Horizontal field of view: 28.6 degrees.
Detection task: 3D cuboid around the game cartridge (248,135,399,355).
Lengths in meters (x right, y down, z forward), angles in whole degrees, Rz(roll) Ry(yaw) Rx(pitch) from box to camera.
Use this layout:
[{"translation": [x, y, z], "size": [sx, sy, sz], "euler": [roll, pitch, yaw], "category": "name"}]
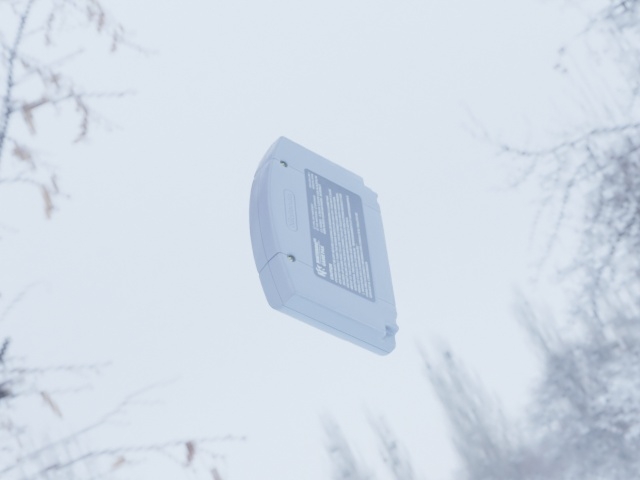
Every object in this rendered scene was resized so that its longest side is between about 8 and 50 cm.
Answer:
[{"translation": [0.000, 0.000, 1.622], "size": [0.198, 0.297, 0.062], "euler": [23, -52, -25], "category": "game cartridge"}]
